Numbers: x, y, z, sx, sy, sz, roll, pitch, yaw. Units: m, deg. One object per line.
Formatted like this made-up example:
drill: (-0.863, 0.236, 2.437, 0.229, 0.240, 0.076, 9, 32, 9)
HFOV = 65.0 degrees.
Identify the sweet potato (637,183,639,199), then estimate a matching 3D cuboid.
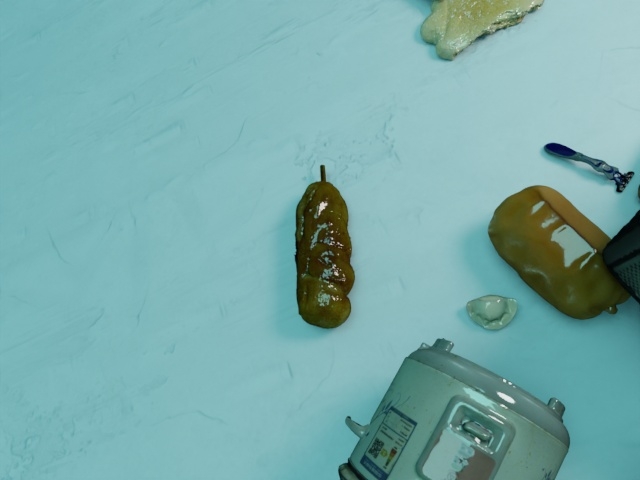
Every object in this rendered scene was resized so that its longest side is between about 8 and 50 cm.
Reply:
sweet potato: (0.596, -0.148, 0.806, 0.097, 0.097, 0.251, 26, 82, 27)

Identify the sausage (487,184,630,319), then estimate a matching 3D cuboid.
sausage: (0.384, 0.018, 0.808, 0.241, 0.120, 0.136, 50, 130, 30)

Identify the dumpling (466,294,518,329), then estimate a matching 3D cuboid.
dumpling: (0.290, 0.122, 0.850, 0.077, 0.043, 0.059, -8, 84, 1)

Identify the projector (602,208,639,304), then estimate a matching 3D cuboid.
projector: (0.639, 0.015, 0.593, 0.395, 0.242, 0.405, -42, 73, -3)

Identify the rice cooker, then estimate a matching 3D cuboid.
rice cooker: (0.177, 0.312, 0.695, 0.317, 0.264, 0.316, -2, 73, 7)

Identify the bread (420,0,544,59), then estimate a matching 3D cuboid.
bread: (0.331, -0.500, 1.070, 0.251, 0.039, 0.181, -29, 64, 9)

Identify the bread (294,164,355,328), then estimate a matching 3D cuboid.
bread: (0.001, 0.000, 0.978, 0.124, 0.084, 0.343, -9, 67, 17)

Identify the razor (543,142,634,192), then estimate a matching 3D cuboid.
razor: (0.469, -0.141, 0.888, 0.155, 0.028, 0.044, 35, 85, 27)
